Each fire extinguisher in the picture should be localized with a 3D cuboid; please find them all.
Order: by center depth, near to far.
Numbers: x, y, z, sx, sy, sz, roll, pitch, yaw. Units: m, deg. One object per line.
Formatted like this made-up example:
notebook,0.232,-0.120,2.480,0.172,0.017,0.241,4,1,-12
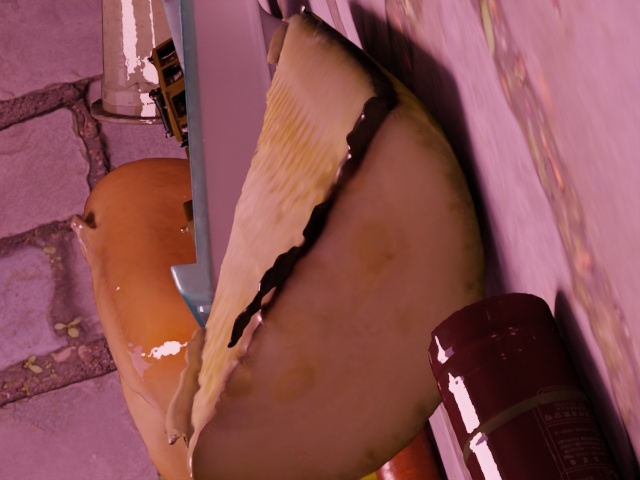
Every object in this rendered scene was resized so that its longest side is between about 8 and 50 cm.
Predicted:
fire extinguisher,0.080,0.094,0.466,0.078,0.045,0.157,29,-146,-51

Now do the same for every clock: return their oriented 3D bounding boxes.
clock,-0.044,-0.054,1.085,0.262,0.116,0.231,98,167,-80

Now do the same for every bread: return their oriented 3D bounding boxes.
bread,-0.107,0.107,1.795,0.376,0.253,0.348,-109,-2,-49

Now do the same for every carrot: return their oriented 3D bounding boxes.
carrot,0.048,0.105,1.075,0.048,0.048,0.216,103,154,-84

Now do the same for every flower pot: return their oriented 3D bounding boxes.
flower pot,-0.181,-0.257,1.897,0.212,0.212,0.203,-116,23,-68

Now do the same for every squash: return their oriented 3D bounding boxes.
squash,0.000,0.000,0.692,0.169,0.093,0.252,-61,15,9

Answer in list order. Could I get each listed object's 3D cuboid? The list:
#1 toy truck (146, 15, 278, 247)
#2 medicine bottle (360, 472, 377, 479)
toy truck,-0.079,-0.112,1.327,0.127,0.127,0.257,-109,7,-49
medicine bottle,0.010,0.245,1.590,0.250,0.141,0.137,76,172,-46
